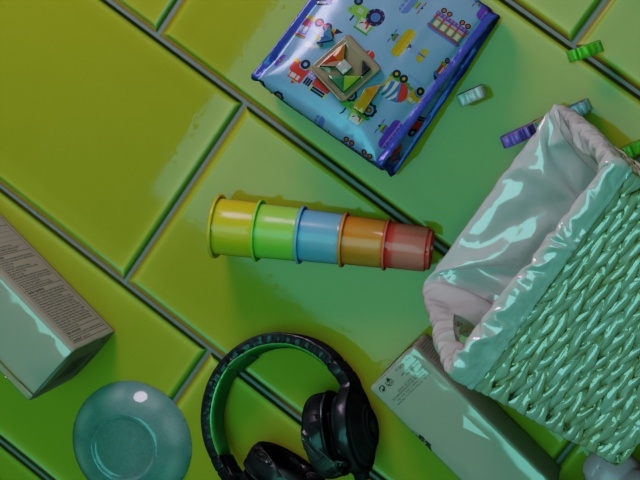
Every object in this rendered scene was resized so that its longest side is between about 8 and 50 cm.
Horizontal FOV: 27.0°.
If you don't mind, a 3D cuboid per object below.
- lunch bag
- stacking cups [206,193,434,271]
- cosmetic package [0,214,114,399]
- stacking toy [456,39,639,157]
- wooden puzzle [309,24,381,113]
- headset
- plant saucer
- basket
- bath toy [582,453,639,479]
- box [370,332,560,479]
[{"bbox_3d":[0.086,-0.273,1.829,0.221,0.138,0.293,36,94,10],"label":"lunch bag"},{"bbox_3d":[0.000,0.000,1.886,0.316,0.096,0.096,8,98,13],"label":"stacking cups"},{"bbox_3d":[-0.472,0.077,1.977,0.309,0.160,0.113,44,104,7],"label":"cosmetic package"},{"bbox_3d":[0.309,-0.159,1.818,0.221,0.052,0.167,-22,96,11],"label":"stacking toy"},{"bbox_3d":[0.034,-0.228,1.765,0.116,0.014,0.078,41,82,10],"label":"wooden puzzle"},{"bbox_3d":[-0.021,0.310,1.874,0.243,0.185,0.394,-41,73,12],"label":"headset"},{"bbox_3d":[-0.293,0.311,2.023,0.195,0.037,0.194,1,96,13],"label":"plant saucer"},{"bbox_3d":[0.329,0.053,1.669,0.266,0.328,0.331,34,103,-11],"label":"basket"},{"bbox_3d":[0.396,0.344,1.782,0.151,0.129,0.348,40,90,-11],"label":"bath toy"},{"bbox_3d":[0.204,0.262,1.858,0.275,0.113,0.094,46,105,6],"label":"box"}]
